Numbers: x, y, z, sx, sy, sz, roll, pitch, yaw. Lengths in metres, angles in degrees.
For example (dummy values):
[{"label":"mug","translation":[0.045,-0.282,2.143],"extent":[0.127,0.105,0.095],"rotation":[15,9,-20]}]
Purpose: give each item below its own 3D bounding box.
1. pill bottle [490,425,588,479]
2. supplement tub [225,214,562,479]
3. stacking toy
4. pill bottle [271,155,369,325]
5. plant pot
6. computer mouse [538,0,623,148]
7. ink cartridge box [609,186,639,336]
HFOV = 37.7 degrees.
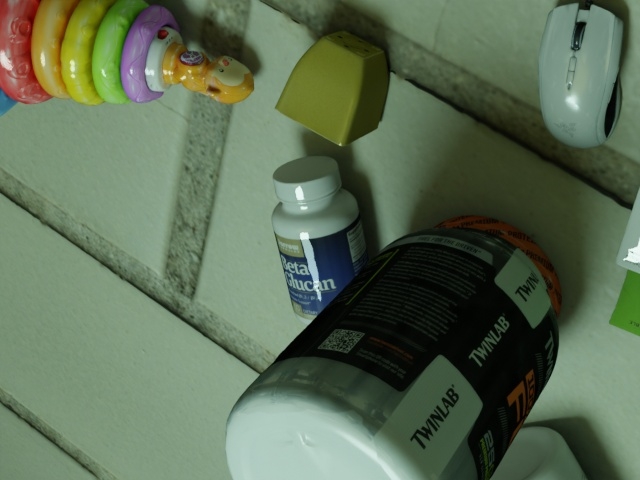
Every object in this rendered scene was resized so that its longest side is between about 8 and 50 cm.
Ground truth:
[{"label":"pill bottle","translation":[0.253,0.328,1.012],"extent":[0.131,0.131,0.229],"rotation":[-20,105,43]},{"label":"supplement tub","translation":[0.086,0.124,0.851],"extent":[0.207,0.338,0.207],"rotation":[19,129,25]},{"label":"stacking toy","translation":[-0.211,-0.201,1.002],"extent":[0.302,0.175,0.165],"rotation":[17,131,13]},{"label":"pill bottle","translation":[0.000,0.000,1.003],"extent":[0.094,0.094,0.169],"rotation":[6,122,34]},{"label":"plant pot","translation":[0.019,-0.153,0.900],"extent":[0.081,0.081,0.083],"rotation":[31,121,16]},{"label":"computer mouse","translation":[0.216,-0.157,0.774],"extent":[0.106,0.042,0.192],"rotation":[13,125,29]},{"label":"ink cartridge box","translation":[0.344,0.031,0.769],"extent":[0.189,0.097,0.255],"rotation":[23,129,23]}]
